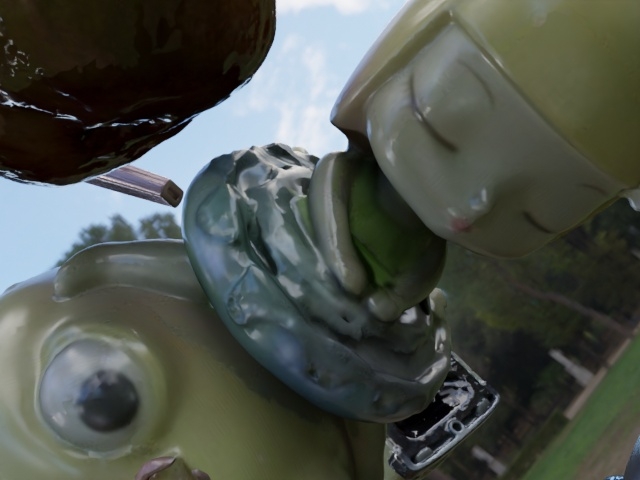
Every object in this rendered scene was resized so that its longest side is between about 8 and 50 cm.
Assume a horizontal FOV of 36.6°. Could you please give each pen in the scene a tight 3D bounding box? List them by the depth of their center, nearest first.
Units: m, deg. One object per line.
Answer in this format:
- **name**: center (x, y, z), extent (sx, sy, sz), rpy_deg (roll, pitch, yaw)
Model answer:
- **pen**: center (-0.241, -0.076, 1.072), extent (0.032, 0.197, 0.053), rpy_deg (-66, -28, -12)

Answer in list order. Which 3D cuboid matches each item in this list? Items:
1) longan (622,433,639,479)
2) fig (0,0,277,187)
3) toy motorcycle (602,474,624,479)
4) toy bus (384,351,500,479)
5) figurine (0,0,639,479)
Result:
- **longan**: center (0.250, 0.128, 0.322), extent (0.319, 0.319, 0.319), rpy_deg (-48, -15, -18)
- **fig**: center (-0.133, -0.155, 0.384), extent (0.170, 0.274, 0.145), rpy_deg (-17, 16, 41)
- **toy motorcycle**: center (0.182, 0.291, 0.585), extent (0.232, 0.172, 0.416), rpy_deg (-37, -47, -23)
- **toy bus**: center (0.004, 0.118, 0.948), extent (0.143, 0.305, 0.179), rpy_deg (-29, -25, -41)
- **figurine**: center (0.000, 0.000, 0.424), extent (0.394, 0.226, 0.274), rpy_deg (-45, 23, 22)
